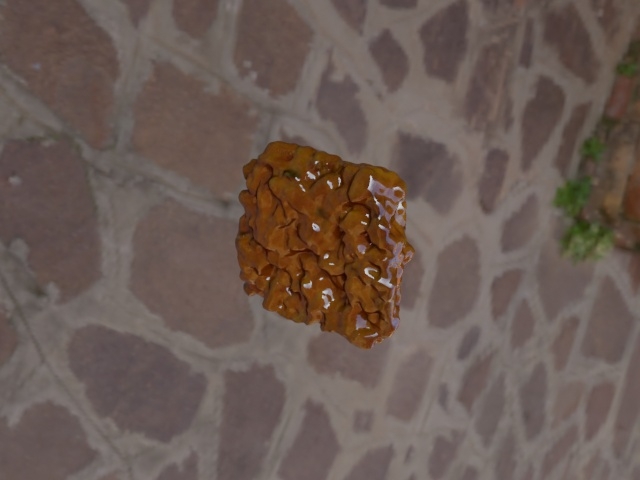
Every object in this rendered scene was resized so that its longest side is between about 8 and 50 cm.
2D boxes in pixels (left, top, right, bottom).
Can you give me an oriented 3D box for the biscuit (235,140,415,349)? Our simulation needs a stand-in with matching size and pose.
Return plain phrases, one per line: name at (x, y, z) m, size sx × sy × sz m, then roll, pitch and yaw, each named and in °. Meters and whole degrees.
biscuit at (0.000, 0.000, 1.972) m, size 0.110 × 0.312 × 0.318 m, roll -37°, pitch 136°, yaw -47°
